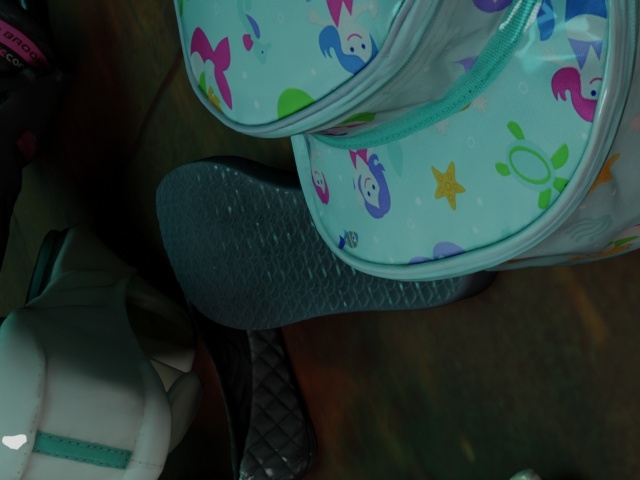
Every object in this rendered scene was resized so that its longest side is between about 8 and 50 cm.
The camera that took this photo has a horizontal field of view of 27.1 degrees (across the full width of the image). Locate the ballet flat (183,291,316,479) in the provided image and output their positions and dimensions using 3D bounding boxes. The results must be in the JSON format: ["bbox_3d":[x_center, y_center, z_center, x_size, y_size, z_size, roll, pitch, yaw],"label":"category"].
[{"bbox_3d":[-0.051,0.068,0.793,0.057,0.049,0.173,-54,51,42],"label":"ballet flat"}]

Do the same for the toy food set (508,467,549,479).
[{"bbox_3d":[0.084,0.166,0.600,0.128,0.071,0.218,52,141,5],"label":"toy food set"}]

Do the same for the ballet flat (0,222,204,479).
[{"bbox_3d":[-0.138,0.079,0.821,0.400,0.139,0.139,-124,34,-81],"label":"ballet flat"}]

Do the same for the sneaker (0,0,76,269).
[{"bbox_3d":[-0.276,-0.073,0.908,0.202,0.185,0.483,-55,28,28],"label":"sneaker"}]

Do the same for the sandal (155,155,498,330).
[{"bbox_3d":[0.000,0.001,0.719,0.254,0.054,0.097,4,104,46],"label":"sandal"}]

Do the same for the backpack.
[{"bbox_3d":[0.056,-0.111,0.510,0.225,0.191,0.254,-16,85,54],"label":"backpack"}]
